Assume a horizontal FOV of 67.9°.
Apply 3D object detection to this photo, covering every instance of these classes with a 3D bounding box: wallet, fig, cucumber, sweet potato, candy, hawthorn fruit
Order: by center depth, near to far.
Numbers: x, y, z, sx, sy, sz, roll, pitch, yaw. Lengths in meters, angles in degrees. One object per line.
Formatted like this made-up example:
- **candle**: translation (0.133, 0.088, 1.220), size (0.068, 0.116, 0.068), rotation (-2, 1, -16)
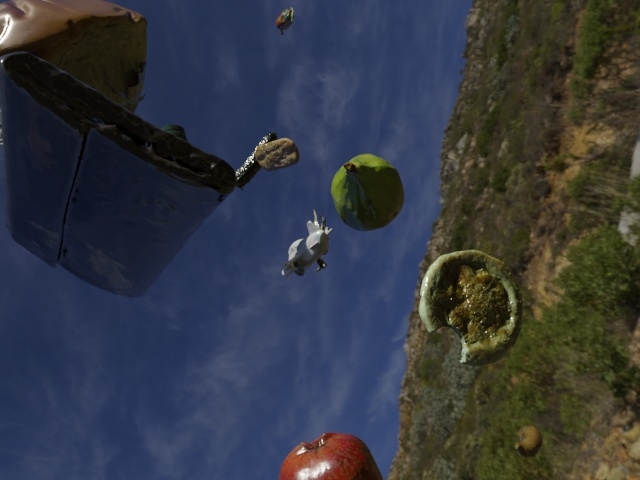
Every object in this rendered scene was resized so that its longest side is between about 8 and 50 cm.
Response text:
- **wallet**: translation (-0.212, -0.022, 0.446), size (0.170, 0.321, 0.044), rotation (28, -124, -20)
- **sweet potato**: translation (0.531, 0.504, 1.207), size (0.069, 0.059, 0.249), rotation (-60, -26, -1)
- **hawthorn fruit**: translation (0.044, 0.664, 1.270), size (0.275, 0.299, 0.275), rotation (-44, -8, -8)
- **fig**: translation (0.143, -0.138, 1.402), size (0.233, 0.314, 0.233), rotation (0, -85, -2)
- **cucumber**: translation (-0.219, -0.271, 1.618), size (0.245, 0.067, 0.067), rotation (-52, -44, -18)
- **candy**: translation (-0.124, -0.751, 1.623), size (0.046, 0.182, 0.053), rotation (2, -85, -18)

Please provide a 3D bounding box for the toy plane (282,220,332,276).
- **toy plane**: translation (-0.045, 0.033, 1.684), size (0.252, 0.118, 0.252), rotation (-44, -5, -5)

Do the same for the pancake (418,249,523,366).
- **pancake**: translation (0.328, 0.135, 1.015), size (0.253, 0.253, 0.037), rotation (-46, -3, -20)

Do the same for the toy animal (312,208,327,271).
- **toy animal**: translation (-0.006, 0.001, 1.932), size (0.073, 0.176, 0.217), rotation (-1, -54, -9)

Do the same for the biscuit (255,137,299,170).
- **biscuit**: translation (-0.108, -0.211, 1.177), size (0.018, 0.147, 0.071), rotation (-41, -65, -41)

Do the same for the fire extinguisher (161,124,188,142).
- **fire extinguisher**: translation (-0.444, -0.212, 1.483), size (0.114, 0.311, 0.095), rotation (-21, -23, -2)

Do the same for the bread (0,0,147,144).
- **bread**: translation (-0.412, -0.273, 0.768), size (0.250, 0.279, 0.225), rotation (-33, -54, -38)
